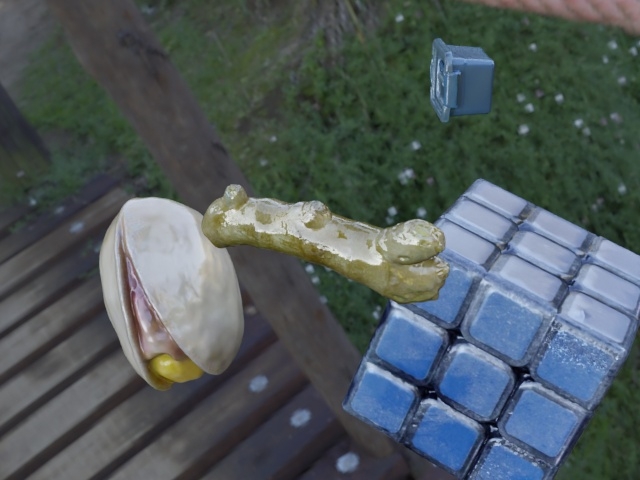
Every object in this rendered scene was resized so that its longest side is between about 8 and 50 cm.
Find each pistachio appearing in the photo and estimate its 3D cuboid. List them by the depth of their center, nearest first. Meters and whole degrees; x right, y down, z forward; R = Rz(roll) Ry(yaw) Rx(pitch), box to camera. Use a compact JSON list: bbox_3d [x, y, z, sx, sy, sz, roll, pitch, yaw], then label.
[{"bbox_3d":[-0.246,0.079,1.697,0.230,0.309,0.230,-14,-12,-3],"label":"pistachio"}]

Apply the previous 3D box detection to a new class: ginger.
[{"bbox_3d":[-0.001,0.002,1.156,0.298,0.118,0.065,12,44,21],"label":"ginger"}]

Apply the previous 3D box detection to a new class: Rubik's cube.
[{"bbox_3d":[0.256,0.136,1.477,0.305,0.301,0.304,29,29,11],"label":"Rubik's cube"}]

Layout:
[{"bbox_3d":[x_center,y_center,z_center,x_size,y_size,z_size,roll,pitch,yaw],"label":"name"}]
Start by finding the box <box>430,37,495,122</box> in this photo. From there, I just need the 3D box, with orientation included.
[{"bbox_3d":[0.148,-0.169,1.112,0.054,0.074,0.099,-2,22,-2],"label":"box"}]
